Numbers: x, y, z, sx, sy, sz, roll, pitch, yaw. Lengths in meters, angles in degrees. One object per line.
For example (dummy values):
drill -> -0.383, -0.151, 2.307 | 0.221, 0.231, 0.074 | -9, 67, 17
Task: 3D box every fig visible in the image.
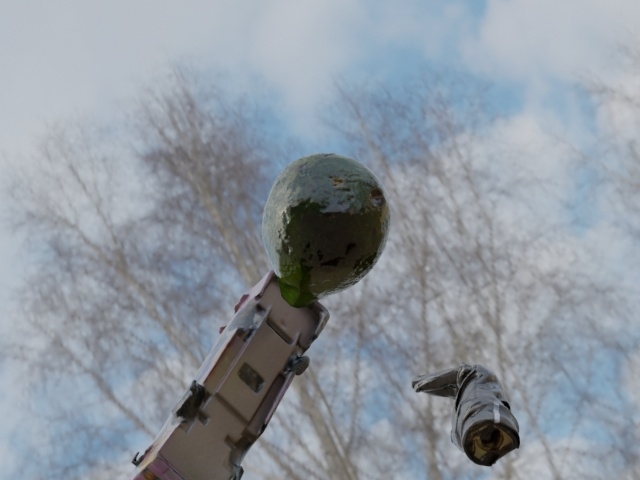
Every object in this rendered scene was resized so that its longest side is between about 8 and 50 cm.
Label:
fig -> 0.000, 0.000, 1.251 | 0.123, 0.123, 0.156 | -7, -38, -21

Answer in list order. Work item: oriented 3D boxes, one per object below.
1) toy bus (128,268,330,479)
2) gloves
toy bus -> -0.090, 0.150, 1.257 | 0.090, 0.274, 0.112 | 40, -47, -7
gloves -> 0.210, 0.244, 1.827 | 0.119, 0.285, 0.142 | -7, -76, -15
